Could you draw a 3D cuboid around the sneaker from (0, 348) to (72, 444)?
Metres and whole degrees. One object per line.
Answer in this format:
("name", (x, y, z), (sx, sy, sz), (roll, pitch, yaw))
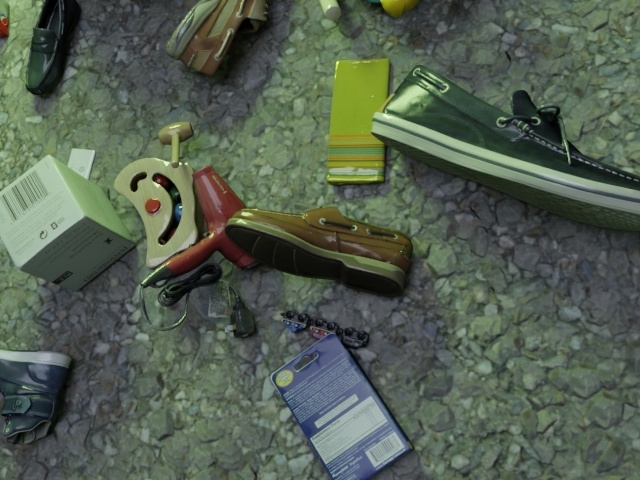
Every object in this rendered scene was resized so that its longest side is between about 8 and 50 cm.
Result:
("sneaker", (-0.567, 0.278, 1.445), (0.226, 0.086, 0.163), (1, 72, 15))

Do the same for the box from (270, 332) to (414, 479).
("box", (0.032, 0.274, 1.292), (0.136, 0.036, 0.225), (-36, 71, 6))

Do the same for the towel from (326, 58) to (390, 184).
("towel", (0.069, -0.211, 1.434), (0.102, 0.021, 0.237), (1, 74, 11))

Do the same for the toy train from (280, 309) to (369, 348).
("toy train", (0.004, 0.150, 1.346), (0.158, 0.027, 0.036), (15, 92, 19))

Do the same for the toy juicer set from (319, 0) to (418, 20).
("toy juicer set", (0.120, -0.453, 1.434), (0.329, 0.089, 0.209), (-11, 51, 26))

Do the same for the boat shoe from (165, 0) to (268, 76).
("boat shoe", (-0.157, -0.442, 1.526), (0.116, 0.123, 0.324), (38, 77, -11))

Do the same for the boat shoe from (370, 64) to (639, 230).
("boat shoe", (0.316, -0.149, 1.257), (0.500, 0.187, 0.155), (25, 89, 26))

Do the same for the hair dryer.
("hair dryer", (-0.181, 0.012, 1.341), (0.080, 0.224, 0.293), (-17, 66, 40))

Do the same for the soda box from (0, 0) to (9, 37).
("soda box", (-0.802, -0.464, 1.720), (0.264, 0.092, 0.083), (-10, 73, 14))

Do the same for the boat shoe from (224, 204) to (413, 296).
("boat shoe", (0.000, 0.000, 1.333), (0.308, 0.110, 0.104), (19, 62, -2))

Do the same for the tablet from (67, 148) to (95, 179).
("tablet", (-0.473, -0.139, 1.578), (0.054, 0.006, 0.083), (7, 77, 18))

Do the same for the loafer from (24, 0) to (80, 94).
("loafer", (-0.556, -0.405, 1.638), (0.076, 0.078, 0.223), (10, 78, 19))

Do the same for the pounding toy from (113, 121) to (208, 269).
("pounding toy", (-0.293, -0.079, 1.428), (0.154, 0.155, 0.269), (-11, 70, 10))

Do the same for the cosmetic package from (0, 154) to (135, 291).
("cosmetic package", (-0.462, -0.026, 1.447), (0.151, 0.184, 0.151), (-38, 67, 3))
